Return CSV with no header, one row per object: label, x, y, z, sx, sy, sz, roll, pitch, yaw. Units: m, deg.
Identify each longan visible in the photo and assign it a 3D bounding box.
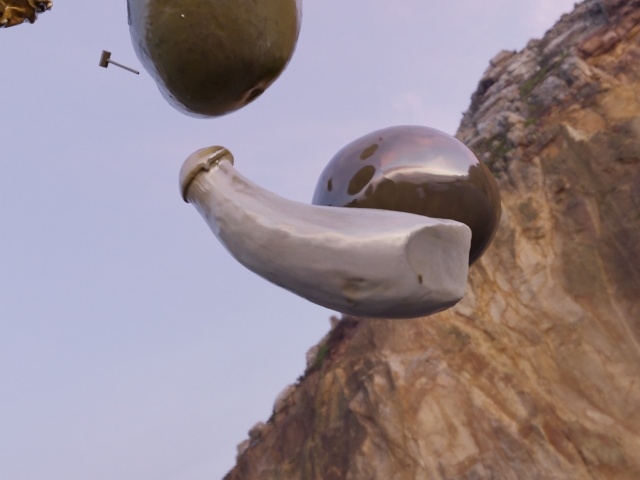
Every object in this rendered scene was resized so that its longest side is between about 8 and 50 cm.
longan,0.107,-0.036,0.777,0.246,0.215,0.246,8,-30,5

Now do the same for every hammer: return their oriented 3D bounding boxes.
hammer,-0.426,-0.372,1.282,0.019,0.110,0.035,-8,-59,-62

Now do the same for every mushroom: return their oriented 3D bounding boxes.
mushroom,0.000,0.000,0.537,0.270,0.118,0.103,18,-37,-11

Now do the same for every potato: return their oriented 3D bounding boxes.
potato,-0.094,-0.230,0.561,0.160,0.235,0.178,4,4,-5

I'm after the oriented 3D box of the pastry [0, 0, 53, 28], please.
pastry,-0.552,-0.369,0.921,0.250,0.154,0.102,-28,-47,-42
